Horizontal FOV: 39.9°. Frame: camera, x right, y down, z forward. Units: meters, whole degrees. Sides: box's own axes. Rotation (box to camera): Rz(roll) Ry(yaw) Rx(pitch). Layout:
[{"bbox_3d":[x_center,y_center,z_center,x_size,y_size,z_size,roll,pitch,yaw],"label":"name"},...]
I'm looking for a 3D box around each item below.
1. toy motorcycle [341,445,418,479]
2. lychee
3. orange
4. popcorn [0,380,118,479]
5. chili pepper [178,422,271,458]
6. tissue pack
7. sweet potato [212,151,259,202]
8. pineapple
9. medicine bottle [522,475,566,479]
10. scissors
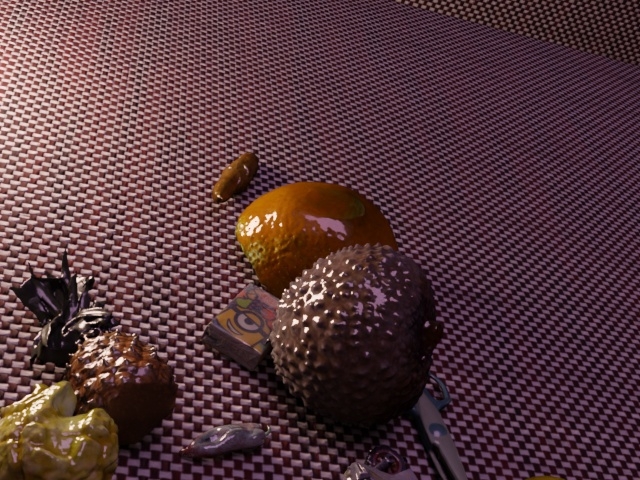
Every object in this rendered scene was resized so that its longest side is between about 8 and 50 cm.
[{"bbox_3d":[0.107,0.401,1.310,0.122,0.080,0.215,-2,46,-29],"label":"toy motorcycle"},{"bbox_3d":[0.062,0.149,1.443,0.300,0.300,0.300,14,37,-11],"label":"lychee"},{"bbox_3d":[0.004,-0.009,1.724,0.335,0.196,0.262,14,22,1],"label":"orange"},{"bbox_3d":[-0.342,0.289,1.139,0.187,0.185,0.167,14,36,21],"label":"popcorn"},{"bbox_3d":[-0.140,0.302,1.342,0.153,0.041,0.050,-2,0,-29],"label":"chili pepper"},{"bbox_3d":[-0.121,0.149,1.532,0.109,0.060,0.148,31,36,10],"label":"tissue pack"},{"bbox_3d":[-0.177,-0.131,1.856,0.067,0.067,0.274,23,28,2],"label":"sweet potato"},{"bbox_3d":[-0.364,0.156,1.346,0.165,0.165,0.364,-14,41,-39],"label":"pineapple"},{"bbox_3d":[0.343,0.468,1.307,0.122,0.122,0.212,17,37,-7],"label":"medicine bottle"},{"bbox_3d":[0.189,0.322,1.483,0.138,0.041,0.289,3,36,-22],"label":"scissors"}]
